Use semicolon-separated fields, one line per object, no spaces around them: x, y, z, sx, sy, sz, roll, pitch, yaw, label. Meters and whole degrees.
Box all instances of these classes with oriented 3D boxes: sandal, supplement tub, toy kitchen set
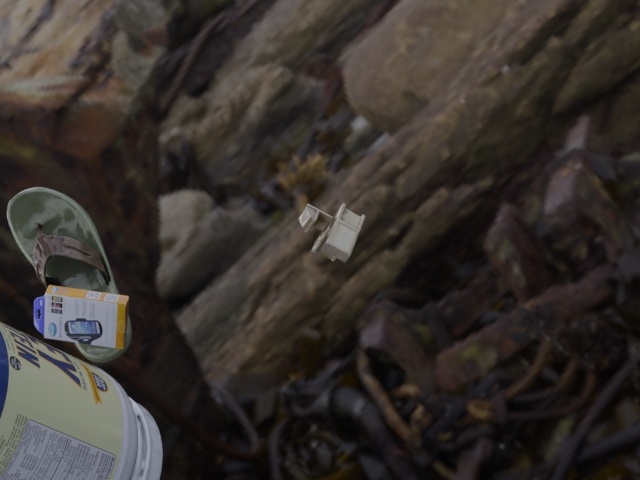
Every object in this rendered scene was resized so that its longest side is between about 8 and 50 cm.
-0.383;0.046;1.873;0.120;0.303;0.086;-31;-7;0;sandal
-0.362;0.229;1.399;0.235;0.325;0.235;-17;57;28;supplement tub
0.000;0.000;1.487;0.083;0.068;0.075;-54;10;45;toy kitchen set

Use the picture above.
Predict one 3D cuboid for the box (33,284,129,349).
-0.352;0.112;1.781;0.028;0.136;0.081;-78;-3;-62;box
